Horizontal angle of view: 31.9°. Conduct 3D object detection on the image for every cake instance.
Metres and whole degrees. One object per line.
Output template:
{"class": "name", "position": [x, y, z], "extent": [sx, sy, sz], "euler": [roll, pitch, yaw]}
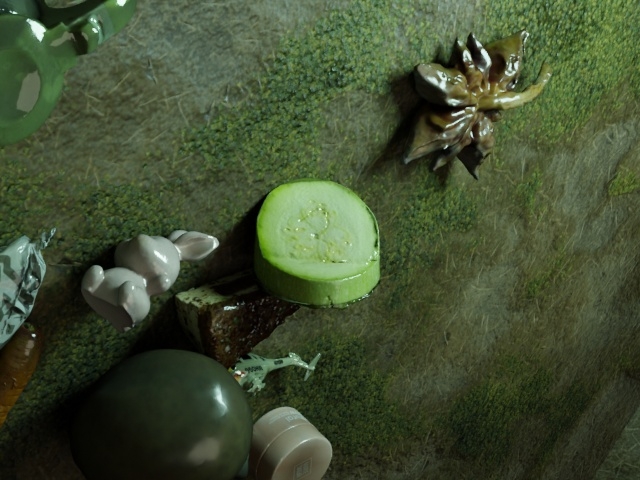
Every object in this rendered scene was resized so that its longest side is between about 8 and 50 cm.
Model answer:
{"class": "cake", "position": [-0.119, 0.084, 1.827], "extent": [0.246, 0.112, 0.135], "euler": [-42, 137, -13]}

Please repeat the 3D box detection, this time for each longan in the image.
{"class": "longan", "position": [-0.239, 0.301, 1.754], "extent": [0.300, 0.300, 0.243], "euler": [53, 37, -50]}

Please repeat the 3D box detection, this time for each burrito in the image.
{"class": "burrito", "position": [-0.505, 0.152, 1.512], "extent": [0.139, 0.101, 0.445], "euler": [30, 98, -45]}

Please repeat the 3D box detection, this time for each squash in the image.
{"class": "squash", "position": [-0.002, 0.014, 1.804], "extent": [0.220, 0.220, 0.133], "euler": [-19, 134, -34]}

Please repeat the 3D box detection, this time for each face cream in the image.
{"class": "face cream", "position": [-0.066, 0.404, 2.123], "extent": [0.149, 0.104, 0.149], "euler": [-25, 134, -29]}

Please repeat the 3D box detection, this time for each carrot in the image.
{"class": "carrot", "position": [-0.469, 0.225, 1.639], "extent": [0.059, 0.059, 0.248], "euler": [13, 112, -48]}

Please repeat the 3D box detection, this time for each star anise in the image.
{"class": "star anise", "position": [0.273, -0.244, 1.966], "extent": [0.349, 0.109, 0.292], "euler": [9, 117, -48]}

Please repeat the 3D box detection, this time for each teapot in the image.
{"class": "teapot", "position": [-0.367, -0.212, 1.259], "extent": [0.321, 0.239, 0.240], "euler": [-16, 125, -44]}

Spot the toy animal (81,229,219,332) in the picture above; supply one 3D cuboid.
{"class": "toy animal", "position": [-0.258, 0.031, 1.667], "extent": [0.212, 0.124, 0.124], "euler": [-52, 146, -35]}

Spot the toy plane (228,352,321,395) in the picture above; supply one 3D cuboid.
{"class": "toy plane", "position": [-0.107, 0.221, 1.955], "extent": [0.286, 0.108, 0.092], "euler": [-1, 120, -59]}
